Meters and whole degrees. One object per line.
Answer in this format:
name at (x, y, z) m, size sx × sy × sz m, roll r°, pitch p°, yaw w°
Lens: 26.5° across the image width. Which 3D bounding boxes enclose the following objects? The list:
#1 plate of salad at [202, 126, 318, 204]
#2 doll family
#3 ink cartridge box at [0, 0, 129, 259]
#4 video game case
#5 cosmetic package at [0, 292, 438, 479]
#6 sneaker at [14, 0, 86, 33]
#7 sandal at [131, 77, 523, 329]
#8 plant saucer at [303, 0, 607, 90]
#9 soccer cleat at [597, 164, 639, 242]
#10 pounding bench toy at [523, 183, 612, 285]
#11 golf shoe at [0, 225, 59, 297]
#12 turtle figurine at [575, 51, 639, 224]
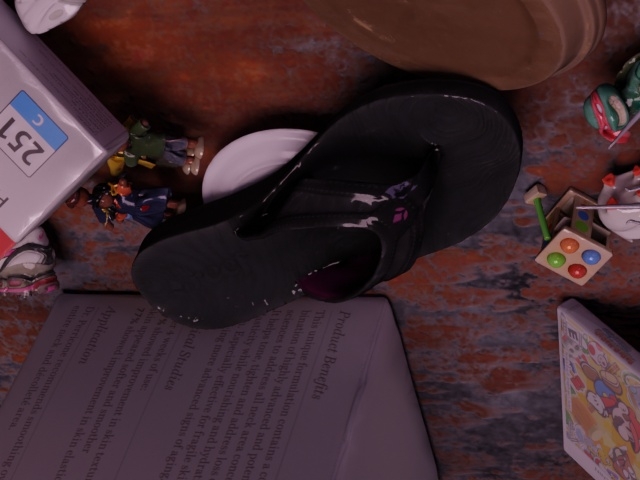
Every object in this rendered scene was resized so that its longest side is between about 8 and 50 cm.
plate of salad at (-0.015, -0.036, 1.311) m, size 0.200 × 0.048 × 0.200 m, roll 8°, pitch 135°, yaw 8°
doll family at (-0.186, -0.061, 1.324) m, size 0.111 × 0.076 × 0.193 m, roll 7°, pitch 133°, yaw -15°
ink cartridge box at (-0.365, -0.117, 1.250) m, size 0.296 × 0.066 × 0.261 m, roll 47°, pitch 116°, yaw -5°
video game case at (0.310, 0.194, 1.345) m, size 0.206 × 0.026 × 0.227 m, roll 44°, pitch 155°, yaw 43°
cosmetic package at (-0.115, 0.280, 1.451) m, size 0.394 × 0.329 × 0.327 m, roll 0°, pitch 132°, yaw 19°
sneaker at (-0.198, -0.260, 1.131) m, size 0.232 × 0.090 × 0.115 m, roll -22°, pitch 119°, yaw 33°
sandal at (0.001, 0.002, 1.229) m, size 0.446 × 0.107 × 0.167 m, roll -29°, pitch 123°, yaw 37°
plant saucer at (0.081, -0.196, 1.045) m, size 0.278 × 0.041 × 0.278 m, roll 23°, pitch 162°, yaw 8°
soccer cleat at (0.337, -0.046, 1.178) m, size 0.196 × 0.068 × 0.076 m, roll -15°, pitch 142°, yaw 31°
pounding bench toy at (0.221, -0.008, 1.246) m, size 0.083 × 0.065 × 0.052 m, roll 27°, pitch 135°, yaw -8°
golf shoe at (-0.361, 0.018, 1.482) m, size 0.186 × 0.067 × 0.086 m, roll -3°, pitch 97°, yaw 30°
turtle figurine at (0.298, -0.114, 1.083) m, size 0.234 × 0.118 × 0.175 m, roll -18°, pitch 141°, yaw 14°
